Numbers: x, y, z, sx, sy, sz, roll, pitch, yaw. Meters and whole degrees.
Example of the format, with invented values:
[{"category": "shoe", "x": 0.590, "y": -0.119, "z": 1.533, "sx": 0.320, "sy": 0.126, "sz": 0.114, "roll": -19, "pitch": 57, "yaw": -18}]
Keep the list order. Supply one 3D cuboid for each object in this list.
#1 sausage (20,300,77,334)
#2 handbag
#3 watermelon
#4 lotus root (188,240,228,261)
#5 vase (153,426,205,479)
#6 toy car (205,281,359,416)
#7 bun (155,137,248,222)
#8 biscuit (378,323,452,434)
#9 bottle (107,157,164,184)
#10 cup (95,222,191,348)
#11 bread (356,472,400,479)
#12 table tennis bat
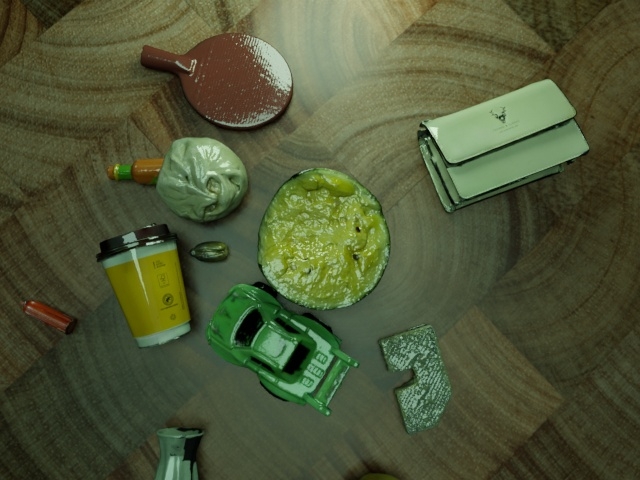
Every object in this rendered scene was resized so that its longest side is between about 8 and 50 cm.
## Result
[{"category": "sausage", "x": -0.688, "y": 0.188, "z": 1.273, "sx": 0.145, "sy": 0.050, "sz": 0.048, "roll": 26, "pitch": 124, "yaw": 1}, {"category": "handbag", "x": 0.460, "y": -0.250, "z": 1.307, "sx": 0.358, "sy": 0.160, "sz": 0.237, "roll": -20, "pitch": 77, "yaw": -4}, {"category": "watermelon", "x": 0.000, "y": 0.000, "z": 1.250, "sx": 0.330, "sy": 0.189, "sz": 0.331, "roll": 0, "pitch": 92, "yaw": -14}, {"category": "lotus root", "x": -0.287, "y": 0.029, "z": 1.302, "sx": 0.099, "sy": 0.049, "sz": 0.054, "roll": -2, "pitch": 92, "yaw": -3}, {"category": "vase", "x": -0.343, "y": 0.633, "z": 1.183, "sx": 0.164, "sy": 0.165, "sz": 0.361, "roll": 2, "pitch": 80, "yaw": -1}, {"category": "toy car", "x": -0.099, "y": 0.253, "z": 1.219, "sx": 0.358, "sy": 0.176, "sz": 0.214, "roll": 33, "pitch": 82, "yaw": 3}, {"category": "bun", "x": -0.286, "y": -0.144, "z": 1.254, "sx": 0.230, "sy": 0.133, "sz": 0.231, "roll": -6, "pitch": 104, "yaw": -24}, {"category": "biscuit", "x": 0.248, "y": 0.349, "z": 1.283, "sx": 0.147, "sy": 0.046, "sz": 0.250, "roll": -15, "pitch": 84, "yaw": -4}, {"category": "bottle", "x": -0.455, "y": -0.178, "z": 1.315, "sx": 0.186, "sy": 0.069, "sz": 0.069, "roll": -1, "pitch": 83, "yaw": 0}, {"category": "cup", "x": -0.415, "y": 0.107, "z": 1.230, "sx": 0.196, "sy": 0.196, "sz": 0.280, "roll": -16, "pitch": 93, "yaw": -4}, {"category": "bread", "x": 0.141, "y": 0.666, "z": 1.212, "sx": 0.213, "sy": 0.105, "sz": 0.214, "roll": 0, "pitch": 87, "yaw": -1}, {"category": "table tennis bat", "x": -0.276, "y": -0.442, "z": 1.362, "sx": 0.414, "sy": 0.051, "sz": 0.268, "roll": 15, "pitch": 82, "yaw": -2}]
